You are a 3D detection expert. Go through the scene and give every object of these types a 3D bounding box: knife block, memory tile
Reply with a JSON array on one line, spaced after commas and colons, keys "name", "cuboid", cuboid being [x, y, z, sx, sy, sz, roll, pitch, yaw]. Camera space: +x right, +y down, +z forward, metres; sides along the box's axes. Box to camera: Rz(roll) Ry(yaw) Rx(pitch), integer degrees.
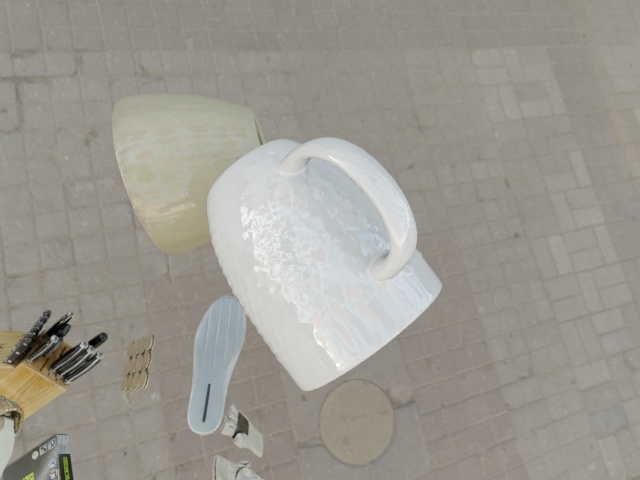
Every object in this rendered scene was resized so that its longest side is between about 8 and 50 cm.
[{"name": "knife block", "cuboid": [-0.520, 0.257, 0.859, 0.241, 0.276, 0.088, 6, 34, -3]}, {"name": "memory tile", "cuboid": [-0.389, 0.264, 0.950, 0.012, 0.148, 0.113, 19, 60, -37]}]

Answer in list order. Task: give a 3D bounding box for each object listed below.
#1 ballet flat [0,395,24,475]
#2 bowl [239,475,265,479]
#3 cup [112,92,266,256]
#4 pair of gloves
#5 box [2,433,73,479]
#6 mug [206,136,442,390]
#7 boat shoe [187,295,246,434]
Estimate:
[{"name": "ballet flat", "cuboid": [-0.398, 0.279, 0.497, 0.067, 0.073, 0.207, -5, 59, 15]}, {"name": "bowl", "cuboid": [-0.096, 0.468, 0.793, 0.141, 0.142, 0.053, 12, 50, 4]}, {"name": "cup", "cuboid": [-0.227, -0.157, 0.913, 0.236, 0.331, 0.332, -15, 81, 0]}, {"name": "pair of gloves", "cuboid": [-0.215, 0.600, 1.242, 0.042, 0.240, 0.204, -25, 120, 14]}, {"name": "box", "cuboid": [-0.691, 0.608, 1.089, 0.184, 0.045, 0.191, -32, 58, 5]}, {"name": "mug", "cuboid": [0.000, 0.000, 0.668, 0.276, 0.374, 0.328, -34, 84, -31]}, {"name": "boat shoe", "cuboid": [-0.244, 0.276, 1.012, 0.109, 0.094, 0.303, 15, 76, -13]}]
